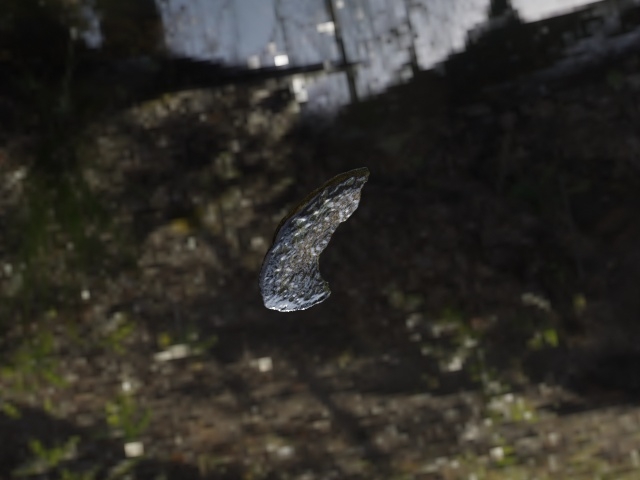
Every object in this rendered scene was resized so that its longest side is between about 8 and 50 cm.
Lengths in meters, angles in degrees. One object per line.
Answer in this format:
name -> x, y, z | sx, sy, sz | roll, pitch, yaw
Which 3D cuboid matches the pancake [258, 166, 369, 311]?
pancake -> 0.000, 0.000, 1.795 | 0.190, 0.020, 0.184 | -50, 151, 5
